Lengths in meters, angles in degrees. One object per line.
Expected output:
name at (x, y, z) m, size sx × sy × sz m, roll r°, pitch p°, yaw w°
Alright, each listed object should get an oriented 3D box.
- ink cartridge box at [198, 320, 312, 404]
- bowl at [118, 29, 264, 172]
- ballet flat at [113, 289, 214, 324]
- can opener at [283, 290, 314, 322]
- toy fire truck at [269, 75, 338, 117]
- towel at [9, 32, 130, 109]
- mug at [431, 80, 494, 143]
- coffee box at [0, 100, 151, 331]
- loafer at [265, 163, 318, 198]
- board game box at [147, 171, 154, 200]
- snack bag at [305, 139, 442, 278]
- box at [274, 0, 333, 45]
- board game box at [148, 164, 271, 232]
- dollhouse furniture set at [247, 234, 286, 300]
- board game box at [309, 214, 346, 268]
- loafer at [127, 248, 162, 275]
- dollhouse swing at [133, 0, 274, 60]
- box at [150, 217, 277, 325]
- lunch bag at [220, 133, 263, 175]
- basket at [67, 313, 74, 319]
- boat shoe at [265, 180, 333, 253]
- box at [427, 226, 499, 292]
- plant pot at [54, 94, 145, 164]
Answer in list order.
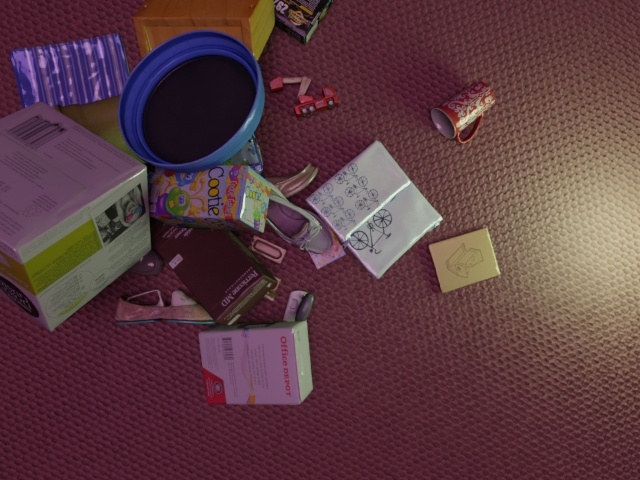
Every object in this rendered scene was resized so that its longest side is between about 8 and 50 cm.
ink cartridge box at (-0.191, 0.364, 1.459) m, size 0.306 × 0.131 × 0.226 m, roll -5°, pitch 91°, yaw 16°
bowl at (-0.328, -0.353, 1.252) m, size 0.391 × 0.077 × 0.391 m, roll -4°, pitch 72°, yaw 13°
ballet flat at (-0.477, 0.205, 1.498) m, size 0.316 × 0.107 × 0.106 m, roll 1°, pitch 84°, yaw -4°
can opener at (-0.092, 0.290, 1.529) m, size 0.074 × 0.093 × 0.280 m, roll 16°, pitch 96°, yaw -4°
toy fire truck at (-0.051, -0.461, 1.524) m, size 0.192 × 0.047 × 0.135 m, roll -18°, pitch 91°, yaw -3°
towel at (-0.757, -0.492, 1.492) m, size 0.336 × 0.040 × 0.243 m, roll -10°, pitch 93°, yaw -3°
mug at (0.452, -0.405, 1.537) m, size 0.169 × 0.150 × 0.113 m, roll -37°, pitch 57°, yaw -5°
coffee box at (-0.657, -0.059, 1.166) m, size 0.338 × 0.334 × 0.338 m, roll 32°, pitch 50°, yaw 10°
loafer at (-0.130, -0.166, 1.502) m, size 0.269 × 0.102 × 0.092 m, roll -33°, pitch 99°, yaw -1°
board game box at (-0.554, -0.122, 1.465) m, size 0.201 × 0.136 × 0.035 m, roll -41°, pitch 93°, yaw -2°
snack bag at (0.175, -0.094, 1.514) m, size 0.323 × 0.037 × 0.342 m, roll -40°, pitch 93°, yaw -16°
box at (-0.112, -0.806, 1.496) m, size 0.322 × 0.079 × 0.257 m, roll 32°, pitch 92°, yaw -4°
board game box at (-0.293, -0.110, 1.291) m, size 0.275 × 0.144 × 0.142 m, roll 3°, pitch 78°, yaw 19°
dollhouse furniture set at (-0.175, 0.081, 1.496) m, size 0.144 × 0.123 × 0.151 m, roll 26°, pitch 90°, yaw -3°
board game box at (0.000, 0.000, 1.550) m, size 0.103 × 0.026 × 0.154 m, roll -28°, pitch 93°, yaw -1°
loafer at (-0.640, 0.024, 1.477) m, size 0.320 × 0.111 × 0.112 m, roll 22°, pitch 91°, yaw -3°
dollhouse swing at (-0.315, -0.570, 1.463) m, size 0.347 × 0.305 × 0.315 m, roll 5°, pitch 54°, yaw 13°
box at (-0.327, 0.046, 1.421) m, size 0.191 × 0.143 × 0.381 m, roll -45°, pitch 74°, yaw -1°
lunch bag at (-0.289, -0.247, 1.500) m, size 0.219 × 0.090 × 0.176 m, roll -15°, pitch 95°, yaw -1°
basket at (-0.729, 0.117, 1.418) m, size 0.154 × 0.227 × 0.204 m, roll -19°, pitch 93°, yaw -2°
boat shoe at (-0.089, -0.054, 1.444) m, size 0.118 × 0.103 × 0.320 m, roll -42°, pitch 115°, yaw 14°
box at (0.465, 0.064, 1.579) m, size 0.201 × 0.021 × 0.164 m, roll -17°, pitch 93°, yaw -3°
plant pot at (-0.571, -0.310, 1.414) m, size 0.254 × 0.276 × 0.276 m, roll -28°, pitch 93°, yaw -13°
